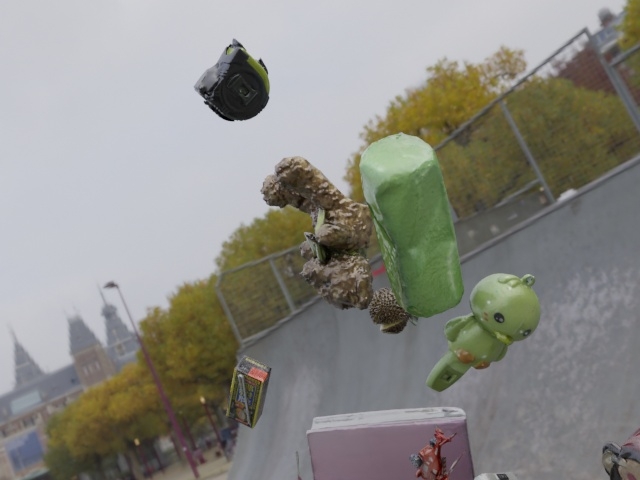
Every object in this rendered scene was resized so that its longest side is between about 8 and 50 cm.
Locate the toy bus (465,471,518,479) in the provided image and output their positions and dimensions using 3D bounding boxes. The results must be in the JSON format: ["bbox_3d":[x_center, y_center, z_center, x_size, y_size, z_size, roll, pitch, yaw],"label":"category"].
[{"bbox_3d":[0.303,0.545,1.454,0.142,0.142,0.202,11,-55,-43],"label":"toy bus"}]

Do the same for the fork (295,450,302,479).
[{"bbox_3d":[-0.056,0.583,1.953,0.016,0.115,0.012,6,17,30],"label":"fork"}]

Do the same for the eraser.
[{"bbox_3d":[0.169,0.520,1.724,0.359,0.272,0.122,-10,3,12],"label":"eraser"}]

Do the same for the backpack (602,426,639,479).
[{"bbox_3d":[0.573,0.418,1.273,0.139,0.229,0.229,-25,-8,-22],"label":"backpack"}]

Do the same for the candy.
[{"bbox_3d":[0.159,-0.019,1.318,0.132,0.142,0.343,-15,-50,4],"label":"candy"}]

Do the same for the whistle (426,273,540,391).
[{"bbox_3d":[0.304,0.181,1.426,0.294,0.141,0.141,-60,-19,12],"label":"whistle"}]

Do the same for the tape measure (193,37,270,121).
[{"bbox_3d":[-0.223,-0.422,2.103,0.199,0.186,0.112,-49,34,2],"label":"tape measure"}]

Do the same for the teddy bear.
[{"bbox_3d":[-0.009,-0.003,1.590,0.222,0.296,0.246,-65,9,-18],"label":"teddy bear"}]

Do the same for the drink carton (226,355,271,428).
[{"bbox_3d":[-0.156,0.329,1.662,0.056,0.071,0.166,-59,-14,-48],"label":"drink carton"}]

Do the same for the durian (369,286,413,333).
[{"bbox_3d":[0.179,0.148,1.748,0.140,0.110,0.071,-21,-11,-41],"label":"durian"}]

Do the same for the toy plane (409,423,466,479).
[{"bbox_3d":[0.207,0.408,1.436,0.126,0.077,0.194,-43,-31,-9],"label":"toy plane"}]

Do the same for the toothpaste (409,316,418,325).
[{"bbox_3d":[0.240,0.109,1.895,0.031,0.204,0.049,-6,-32,35],"label":"toothpaste"}]
